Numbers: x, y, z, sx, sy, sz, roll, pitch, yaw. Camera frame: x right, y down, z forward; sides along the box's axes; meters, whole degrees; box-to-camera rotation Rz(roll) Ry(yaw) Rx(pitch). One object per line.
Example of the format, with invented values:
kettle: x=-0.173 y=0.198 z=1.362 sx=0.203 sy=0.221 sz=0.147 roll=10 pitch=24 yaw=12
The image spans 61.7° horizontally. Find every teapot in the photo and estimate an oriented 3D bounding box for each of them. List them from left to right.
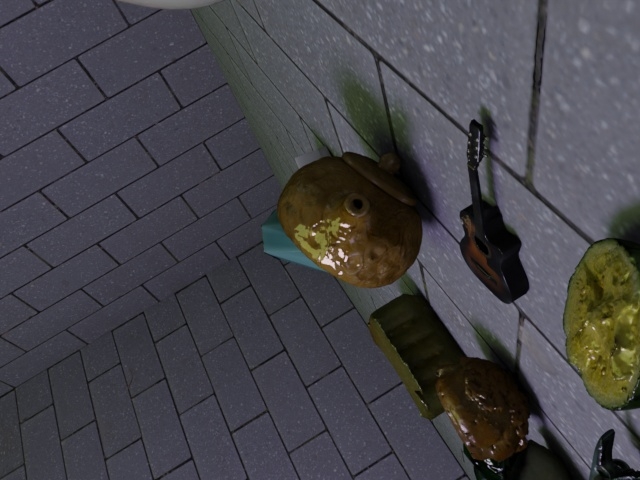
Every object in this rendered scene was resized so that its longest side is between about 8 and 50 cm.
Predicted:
teapot: x=0.058 y=-0.051 z=0.740 sx=0.203 sy=0.167 sz=0.311 roll=35 pitch=-164 yaw=2

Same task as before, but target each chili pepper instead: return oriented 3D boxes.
chili pepper: x=0.331 y=0.423 z=1.013 sx=0.264 sy=0.116 sz=0.148 roll=62 pitch=-179 yaw=-25

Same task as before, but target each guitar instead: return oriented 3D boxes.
guitar: x=0.161 y=-0.024 z=0.518 sx=0.088 sy=0.025 sz=0.233 roll=55 pitch=173 yaw=43

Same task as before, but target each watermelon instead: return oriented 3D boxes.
watermelon: x=0.194 y=0.051 z=0.328 sx=0.105 sy=0.062 sz=0.105 roll=5 pitch=-90 yaw=-85

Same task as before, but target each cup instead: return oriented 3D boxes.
cup: x=0.000 y=0.000 z=1.053 sx=0.235 sy=0.148 sz=0.134 roll=2 pitch=160 yaw=41

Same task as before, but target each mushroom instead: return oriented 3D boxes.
mushroom: x=0.298 y=0.477 z=0.833 sx=0.130 sy=0.344 sz=0.247 roll=34 pitch=-153 yaw=30

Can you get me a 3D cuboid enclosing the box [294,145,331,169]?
box: x=0.013 y=-0.100 z=1.199 sx=0.199 sy=0.081 sz=0.135 roll=77 pitch=171 yaw=-68

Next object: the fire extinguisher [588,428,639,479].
fire extinguisher: x=0.335 y=0.317 z=0.449 sx=0.311 sy=0.095 sz=0.114 roll=55 pitch=152 yaw=33

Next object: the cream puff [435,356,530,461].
cream puff: x=0.245 y=0.244 z=0.792 sx=0.165 sy=0.115 sz=0.150 roll=49 pitch=-168 yaw=-53

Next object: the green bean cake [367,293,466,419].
green bean cake: x=0.208 y=0.241 z=1.120 sx=0.236 sy=0.124 sz=0.233 roll=57 pitch=174 yaw=22

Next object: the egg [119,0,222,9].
egg: x=-0.163 y=-0.338 z=0.401 sx=0.345 sy=0.283 sz=0.283 roll=46 pitch=175 yaw=0
